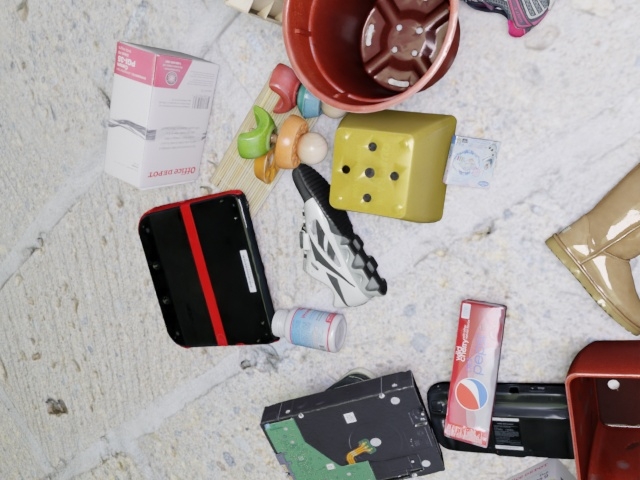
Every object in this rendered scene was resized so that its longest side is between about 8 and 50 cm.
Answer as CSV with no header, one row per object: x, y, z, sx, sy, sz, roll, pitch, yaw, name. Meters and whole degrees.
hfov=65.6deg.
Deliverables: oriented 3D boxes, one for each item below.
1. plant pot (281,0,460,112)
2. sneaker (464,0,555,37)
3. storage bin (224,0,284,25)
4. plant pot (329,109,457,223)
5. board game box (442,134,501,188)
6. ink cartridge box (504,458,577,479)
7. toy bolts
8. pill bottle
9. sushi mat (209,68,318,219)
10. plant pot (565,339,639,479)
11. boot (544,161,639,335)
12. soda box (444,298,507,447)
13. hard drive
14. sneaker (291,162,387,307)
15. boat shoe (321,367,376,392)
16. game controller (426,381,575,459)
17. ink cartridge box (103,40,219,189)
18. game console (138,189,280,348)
0.117,-0.356,0.841,0.272,0.265,0.273,6,106,23,plant pot
0.254,-0.462,0.835,0.299,0.121,0.112,39,117,11,sneaker
-0.074,-0.534,0.887,0.123,0.262,0.261,27,112,14,storage bin
0.120,-0.137,0.938,0.212,0.187,0.212,12,107,22,plant pot
0.282,-0.146,0.931,0.090,0.020,0.090,6,107,-11,board game box
0.416,0.539,0.956,0.154,0.212,0.093,-43,80,27,ink cartridge box
-0.037,-0.217,0.998,0.158,0.218,0.229,17,70,10,toy bolts
-0.027,0.202,1.144,0.160,0.087,0.087,7,105,23,pill bottle
-0.133,-0.209,1.130,0.151,0.019,0.317,41,115,9,sushi mat
0.560,0.291,0.816,0.267,0.235,0.267,-6,100,26,plant pot
0.559,-0.001,0.828,0.269,0.089,0.236,-44,83,25,boot
0.302,0.250,0.966,0.083,0.092,0.264,8,88,23,soda box
0.069,0.422,1.066,0.338,0.064,0.237,-19,109,12,hard drive
0.000,0.000,1.062,0.146,0.122,0.331,-28,90,25,sneaker
0.006,0.438,1.173,0.127,0.113,0.340,48,117,7,boat shoe
0.382,0.370,1.024,0.319,0.067,0.167,-6,114,26,game controller
-0.355,-0.273,1.108,0.117,0.207,0.283,23,111,19,ink cartridge box
-0.285,0.086,1.252,0.341,0.060,0.387,-9,101,24,game console
